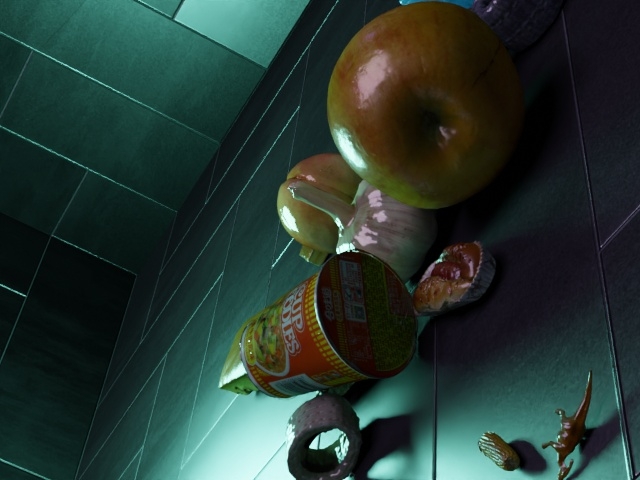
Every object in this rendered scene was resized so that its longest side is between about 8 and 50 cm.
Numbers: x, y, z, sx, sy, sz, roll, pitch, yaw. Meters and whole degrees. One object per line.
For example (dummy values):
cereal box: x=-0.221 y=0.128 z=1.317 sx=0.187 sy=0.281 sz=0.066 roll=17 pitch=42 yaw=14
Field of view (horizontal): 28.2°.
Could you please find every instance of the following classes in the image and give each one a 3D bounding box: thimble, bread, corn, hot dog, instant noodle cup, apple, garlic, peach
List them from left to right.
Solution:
bread: x=-0.079 y=0.182 z=2.300 sx=0.361 sy=0.077 sz=0.138 roll=-36 pitch=31 yaw=60
bread: x=0.000 y=0.000 z=2.422 sx=0.090 sy=0.035 sz=0.094 roll=-63 pitch=14 yaw=1
instant noodle cup: x=0.001 y=0.135 z=1.801 sx=0.212 sy=0.193 sz=0.193 roll=-29 pitch=35 yaw=43
thimble: x=0.003 y=0.282 z=1.796 sx=0.115 sy=0.102 sz=0.090 roll=-40 pitch=18 yaw=13
peach: x=0.015 y=-0.067 z=2.217 sx=0.184 sy=0.184 sz=0.184 roll=-56 pitch=16 yaw=26
garlic: x=0.060 y=-0.043 z=1.910 sx=0.199 sy=0.226 sz=0.199 roll=-156 pitch=90 yaw=-81
apple: x=0.148 y=-0.184 z=1.749 sx=0.286 sy=0.286 sz=0.233 roll=-58 pitch=13 yaw=21
hot dog: x=0.174 y=0.052 z=1.693 sx=0.192 sy=0.053 sz=0.099 roll=151 pitch=139 yaw=-69
corn: x=0.191 y=0.228 z=1.376 sx=0.028 sy=0.027 sz=0.083 roll=-43 pitch=15 yaw=-2
thimble: x=0.296 y=-0.368 z=1.906 sx=0.150 sy=0.098 sz=0.150 roll=-55 pitch=17 yaw=27

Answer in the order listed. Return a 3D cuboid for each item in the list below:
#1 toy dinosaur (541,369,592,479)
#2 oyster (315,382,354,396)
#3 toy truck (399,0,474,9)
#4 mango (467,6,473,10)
toy dinosaur: x=0.248 y=0.181 z=1.261 sx=0.041 sy=0.026 sz=0.113 roll=10 pitch=83 yaw=68
oyster: x=0.039 y=0.176 z=1.945 sx=0.125 sy=0.064 sz=0.177 roll=-62 pitch=-5 yaw=-66
toy truck: x=0.258 y=-0.538 z=2.208 sx=0.161 sy=0.162 sz=0.384 roll=-47 pitch=21 yaw=52
mango: x=0.233 y=-0.304 z=2.046 sx=0.159 sy=0.084 sz=0.105 roll=-57 pitch=10 yaw=23
